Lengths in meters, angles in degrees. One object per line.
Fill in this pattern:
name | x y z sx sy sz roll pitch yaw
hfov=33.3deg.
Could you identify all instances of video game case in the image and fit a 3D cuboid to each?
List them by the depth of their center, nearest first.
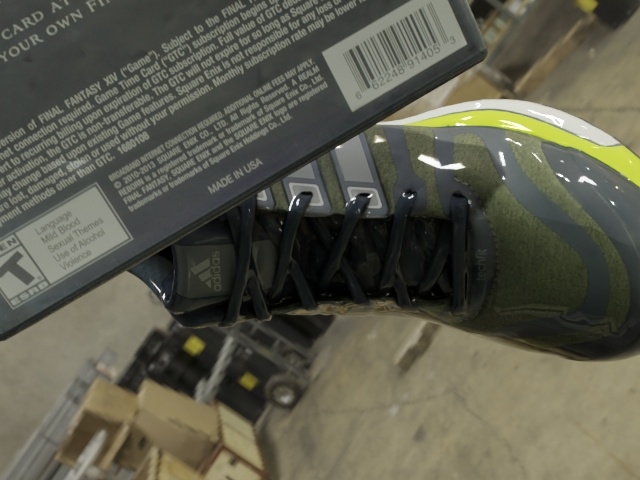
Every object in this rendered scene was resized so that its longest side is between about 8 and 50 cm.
video game case | -0.087 -0.126 0.315 0.196 0.274 0.026 -31 24 -3

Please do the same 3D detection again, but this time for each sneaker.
sneaker | 0.000 0.000 0.448 0.121 0.300 0.111 -37 -51 -48
